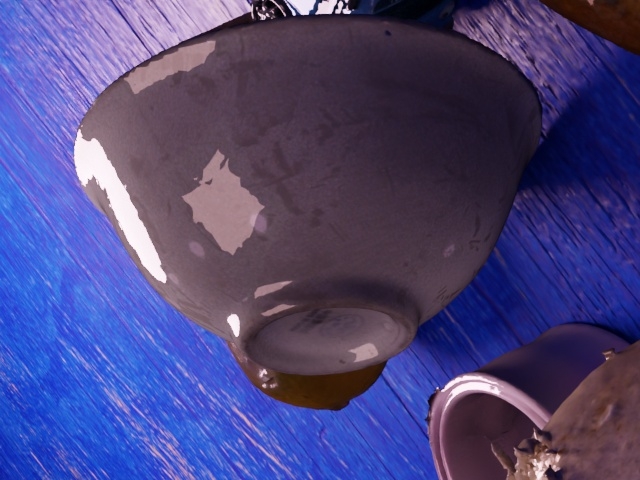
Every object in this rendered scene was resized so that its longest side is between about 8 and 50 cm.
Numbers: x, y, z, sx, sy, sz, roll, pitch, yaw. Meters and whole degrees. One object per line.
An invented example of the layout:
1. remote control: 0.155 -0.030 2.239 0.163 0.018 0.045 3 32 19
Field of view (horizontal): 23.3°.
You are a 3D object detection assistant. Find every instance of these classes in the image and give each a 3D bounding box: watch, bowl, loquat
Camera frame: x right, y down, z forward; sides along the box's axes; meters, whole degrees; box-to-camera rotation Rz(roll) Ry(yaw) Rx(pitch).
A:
1. watch: 0.183 0.191 1.107 0.248 0.211 0.218 34 138 45
2. bowl: 0.000 0.000 1.004 0.313 0.313 0.146 118 149 -59
3. loquat: -0.009 0.064 1.279 0.152 0.152 0.195 28 134 38

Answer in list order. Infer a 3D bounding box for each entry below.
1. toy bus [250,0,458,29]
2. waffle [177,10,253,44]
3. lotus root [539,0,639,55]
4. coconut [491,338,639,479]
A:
1. toy bus: -0.012 -0.218 1.002 0.234 0.116 0.133 47 148 14
2. waffle: -0.025 -0.121 1.096 0.102 0.148 0.042 42 138 21
3. lotus root: 0.158 -0.153 0.855 0.135 0.095 0.159 42 155 12
4. coconut: 0.276 0.227 0.839 0.346 0.346 0.360 8 148 52
